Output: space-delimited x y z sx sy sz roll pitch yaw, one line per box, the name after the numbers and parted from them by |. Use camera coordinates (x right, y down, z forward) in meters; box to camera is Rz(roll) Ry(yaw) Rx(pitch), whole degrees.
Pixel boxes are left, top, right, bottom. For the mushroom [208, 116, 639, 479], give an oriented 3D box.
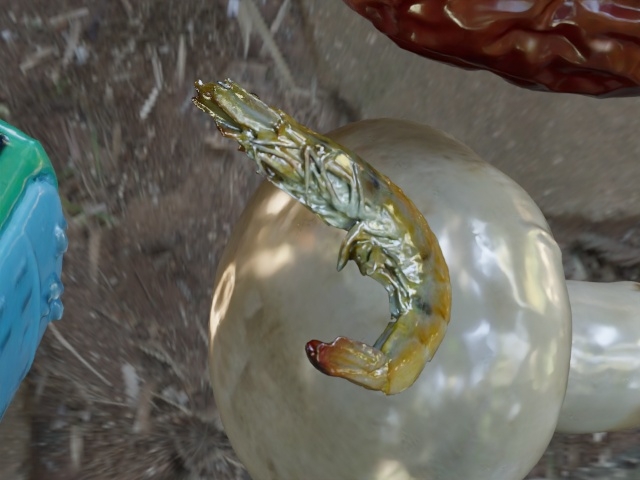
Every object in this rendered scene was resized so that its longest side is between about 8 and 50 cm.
0.084 0.059 1.085 0.290 0.292 0.292 -1 82 -33 | mushroom

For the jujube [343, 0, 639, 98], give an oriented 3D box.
0.130 -0.177 0.979 0.250 0.174 0.174 10 83 -1 | jujube

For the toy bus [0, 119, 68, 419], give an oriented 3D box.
-0.267 0.068 0.865 0.199 0.183 0.343 15 42 4 | toy bus

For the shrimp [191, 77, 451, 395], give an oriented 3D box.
0.000 0.000 0.497 0.114 0.023 0.083 42 40 -24 | shrimp
